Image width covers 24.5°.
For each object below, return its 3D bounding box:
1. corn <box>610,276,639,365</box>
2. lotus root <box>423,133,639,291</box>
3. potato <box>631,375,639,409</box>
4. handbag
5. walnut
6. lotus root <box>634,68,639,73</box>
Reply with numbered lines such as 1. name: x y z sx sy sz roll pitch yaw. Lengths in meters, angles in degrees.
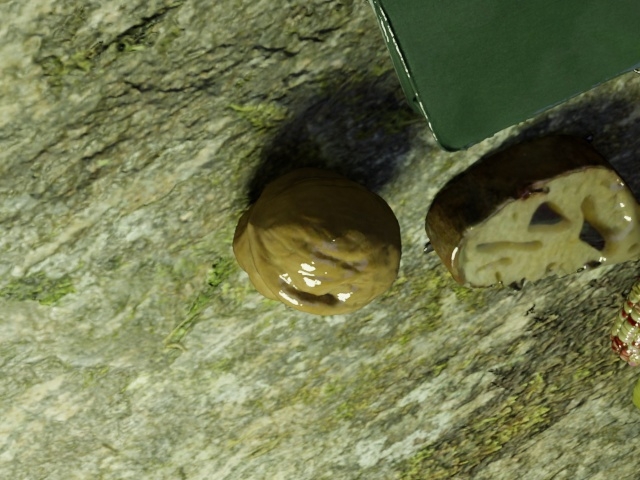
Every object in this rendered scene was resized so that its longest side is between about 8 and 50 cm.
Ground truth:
1. corn: 0.416 0.031 1.677 0.092 0.092 0.281 3 136 -24
2. lotus root: 0.240 -0.030 1.552 0.260 0.074 0.170 -12 133 -12
3. potato: 0.570 0.228 1.760 0.330 0.280 0.213 -21 149 -23
4. handbag: 0.174 -0.222 1.331 0.247 0.079 0.260 -25 136 3
5. walnut: 0.000 0.000 1.438 0.166 0.149 0.166 5 160 2
6. lotus root: 0.388 -0.183 1.456 0.159 0.095 0.135 42 102 -2
